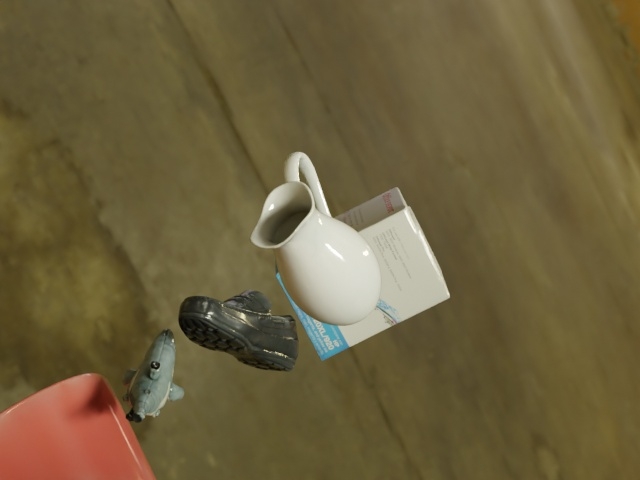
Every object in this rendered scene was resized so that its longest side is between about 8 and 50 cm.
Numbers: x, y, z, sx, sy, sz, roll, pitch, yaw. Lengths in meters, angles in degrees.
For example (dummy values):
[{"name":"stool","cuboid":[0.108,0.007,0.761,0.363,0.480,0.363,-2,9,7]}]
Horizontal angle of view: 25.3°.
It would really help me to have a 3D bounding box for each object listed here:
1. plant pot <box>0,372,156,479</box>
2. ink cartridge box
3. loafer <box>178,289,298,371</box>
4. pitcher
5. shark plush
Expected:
[{"name":"plant pot","cuboid":[-0.292,0.326,1.636,0.243,0.275,0.275,52,17,13]},{"name":"ink cartridge box","cuboid":[0.066,0.050,2.292,0.168,0.232,0.171,62,6,-13]},{"name":"loafer","cuboid":[-0.092,0.093,1.631,0.223,0.076,0.078,32,62,-58]},{"name":"pitcher","cuboid":[0.000,0.000,1.875,0.207,0.125,0.178,51,38,-40]},{"name":"shark plush","cuboid":[-0.196,0.156,1.582,0.073,0.067,0.161,25,21,8]}]
